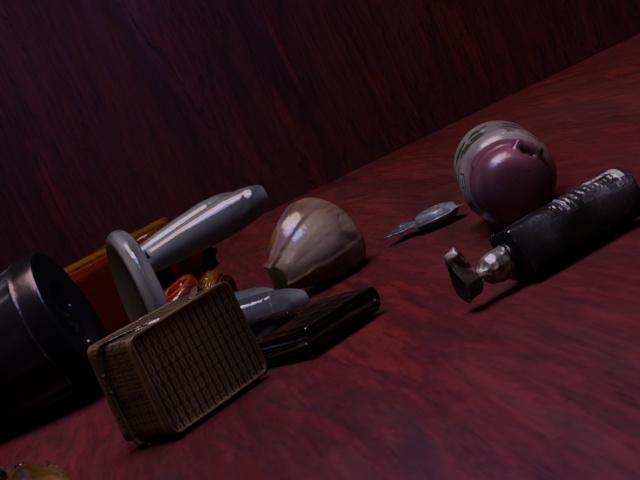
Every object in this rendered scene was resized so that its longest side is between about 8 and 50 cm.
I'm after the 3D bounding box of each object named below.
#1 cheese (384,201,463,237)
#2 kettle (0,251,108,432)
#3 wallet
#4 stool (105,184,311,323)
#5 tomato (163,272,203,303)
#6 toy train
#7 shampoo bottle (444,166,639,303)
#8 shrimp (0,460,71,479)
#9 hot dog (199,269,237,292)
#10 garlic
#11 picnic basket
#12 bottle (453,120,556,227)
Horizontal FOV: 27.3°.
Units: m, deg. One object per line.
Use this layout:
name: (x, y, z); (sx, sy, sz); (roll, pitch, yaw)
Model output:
cheese: (0.150, -0.029, 1.868); (0.120, 0.026, 0.067); (-21, 7, 35)
kettle: (-0.446, 0.166, 1.824); (0.271, 0.207, 0.251); (-33, 13, 3)
wallet: (-0.046, 0.104, 1.470); (0.124, 0.042, 0.230); (-27, 8, -42)
stool: (-0.146, 0.049, 1.668); (0.198, 0.195, 0.195); (-21, 5, -18)
tomato: (-0.210, 0.120, 1.822); (0.155, 0.069, 0.155); (-43, 9, 8)
toy train: (-0.298, 0.074, 2.077); (0.231, 0.163, 0.369); (-27, 4, 36)
shampoo bottle: (0.213, -0.005, 1.258); (0.207, 0.063, 0.057); (-28, -5, -19)
shrimp: (-0.284, 0.254, 1.128); (0.173, 0.058, 0.253); (-37, 11, -20)
hot dog: (-0.171, 0.091, 1.953); (0.099, 0.065, 0.147); (-41, 3, 17)
garlic: (0.008, 0.005, 1.841); (0.115, 0.128, 0.206); (6, 5, 18)
picnic basket: (-0.144, 0.124, 1.343); (0.079, 0.115, 0.164); (-16, 11, 44)
bottle: (0.223, -0.079, 1.592); (0.120, 0.120, 0.253); (-24, 7, 8)
